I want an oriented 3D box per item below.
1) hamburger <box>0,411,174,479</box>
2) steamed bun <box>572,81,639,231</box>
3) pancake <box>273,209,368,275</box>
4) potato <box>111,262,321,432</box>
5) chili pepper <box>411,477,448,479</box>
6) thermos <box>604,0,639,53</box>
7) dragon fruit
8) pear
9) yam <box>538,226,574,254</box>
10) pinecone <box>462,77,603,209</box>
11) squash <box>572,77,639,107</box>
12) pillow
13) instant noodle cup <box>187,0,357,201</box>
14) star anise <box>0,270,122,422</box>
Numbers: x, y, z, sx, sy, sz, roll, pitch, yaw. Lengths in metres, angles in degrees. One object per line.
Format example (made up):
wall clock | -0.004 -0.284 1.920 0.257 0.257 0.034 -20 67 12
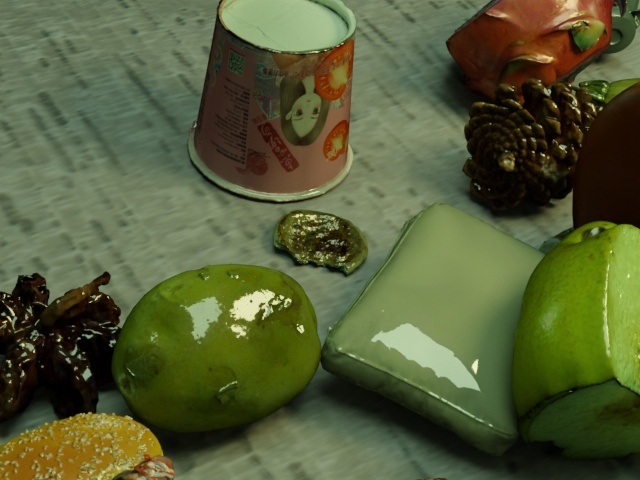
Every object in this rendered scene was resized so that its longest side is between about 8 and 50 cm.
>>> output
hamburger | -0.254 0.254 1.403 0.210 0.116 0.173 -26 48 -35
steamed bun | 0.456 -0.029 1.713 0.235 0.379 0.248 -17 15 -28
pancake | 0.001 -0.002 1.833 0.129 0.022 0.116 14 40 0
potato | -0.110 0.119 1.540 0.253 0.186 0.148 -28 26 -30
chili pepper | 0.077 0.286 1.495 0.178 0.027 0.045 -4 37 -15
thermos | 0.451 -0.420 2.334 0.182 0.145 0.286 -21 39 15
dragon fruit | 0.341 -0.318 2.102 0.189 0.290 0.290 48 46 -2
pear | 0.310 0.102 1.552 0.159 0.292 0.292 -15 26 35
yam | 0.369 0.007 1.850 0.179 0.078 0.078 -22 48 -31
pinecone | 0.312 -0.140 1.937 0.212 0.185 0.168 -3 64 -35
squash | 0.557 -0.204 2.130 0.341 0.094 0.094 8 39 -5
pillow | 0.169 0.095 1.663 0.255 0.120 0.322 28 43 11
instant noodle cup | -0.059 -0.216 1.915 0.243 0.231 0.243 6 38 -4
star anise | -0.312 0.109 1.564 0.190 0.126 0.220 -10 46 -16
